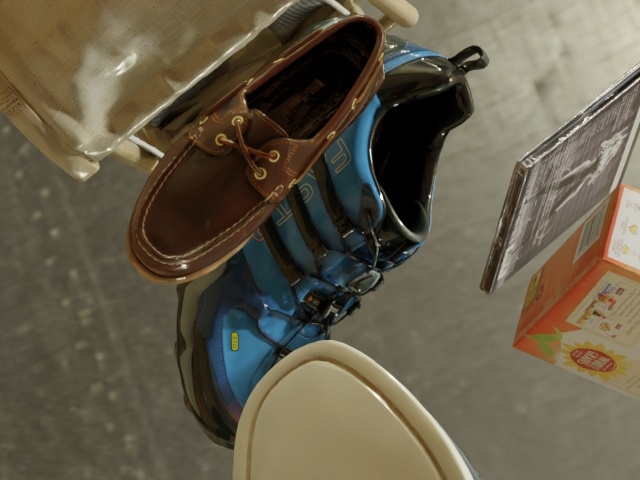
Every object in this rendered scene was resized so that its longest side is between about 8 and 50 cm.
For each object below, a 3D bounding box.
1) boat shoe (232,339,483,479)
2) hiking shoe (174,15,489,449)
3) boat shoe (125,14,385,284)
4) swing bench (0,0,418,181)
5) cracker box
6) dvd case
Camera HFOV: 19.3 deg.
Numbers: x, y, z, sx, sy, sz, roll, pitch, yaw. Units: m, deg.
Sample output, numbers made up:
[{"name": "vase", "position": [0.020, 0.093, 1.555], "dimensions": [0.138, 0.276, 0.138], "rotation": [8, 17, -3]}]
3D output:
[{"name": "boat shoe", "position": [0.055, 0.141, 0.617], "dimensions": [0.095, 0.254, 0.079], "rotation": [-47, 145, 15]}, {"name": "hiking shoe", "position": [0.000, 0.000, 1.238], "dimensions": [0.113, 0.132, 0.304], "rotation": [19, 90, -46]}, {"name": "boat shoe", "position": [-0.038, -0.061, 1.125], "dimensions": [0.073, 0.073, 0.207], "rotation": [40, 67, 2]}, {"name": "swing bench", "position": [-0.101, -0.174, 1.430], "dimensions": [0.253, 0.255, 0.165], "rotation": [-37, 77, 17]}, {"name": "cracker box", "position": [0.267, 0.062, 1.270], "dimensions": [0.232, 0.156, 0.067], "rotation": [24, 60, -6]}, {"name": "dvd case", "position": [0.231, -0.063, 1.728], "dimensions": [0.018, 0.164, 0.221], "rotation": [36, 50, 22]}]
